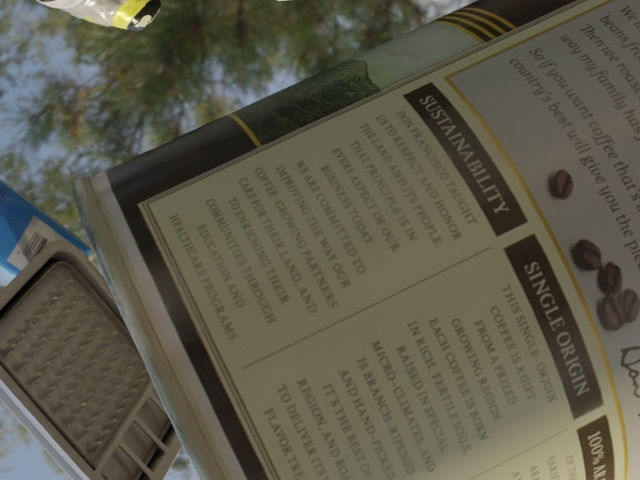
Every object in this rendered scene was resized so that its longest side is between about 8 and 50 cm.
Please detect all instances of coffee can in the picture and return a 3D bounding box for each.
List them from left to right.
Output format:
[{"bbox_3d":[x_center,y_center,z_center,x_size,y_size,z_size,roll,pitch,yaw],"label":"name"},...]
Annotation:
[{"bbox_3d":[0.072,0.009,0.427,0.201,0.275,0.201,62,172,16],"label":"coffee can"}]

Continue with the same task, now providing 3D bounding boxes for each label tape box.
[{"bbox_3d":[-0.538,-0.030,1.598,0.240,0.334,0.106,45,-115,-45],"label":"label tape box"}]

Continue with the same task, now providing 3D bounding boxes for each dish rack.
[{"bbox_3d":[-0.322,0.187,1.460,0.333,0.072,0.285,53,-152,-15],"label":"dish rack"}]

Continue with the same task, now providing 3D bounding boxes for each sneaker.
[{"bbox_3d":[-0.302,-0.380,1.377,0.147,0.145,0.384,30,-152,-36],"label":"sneaker"}]
